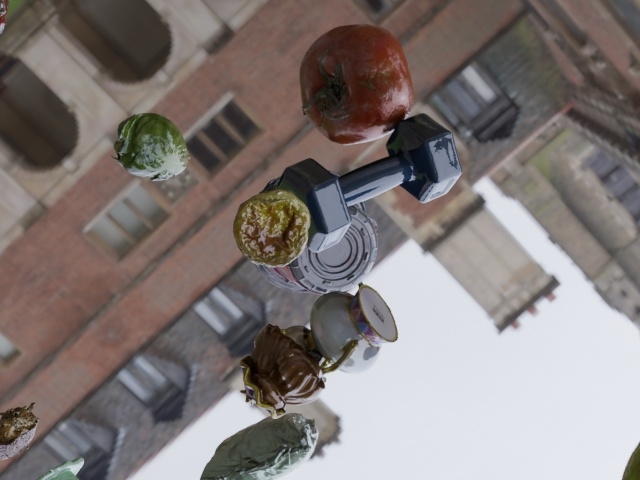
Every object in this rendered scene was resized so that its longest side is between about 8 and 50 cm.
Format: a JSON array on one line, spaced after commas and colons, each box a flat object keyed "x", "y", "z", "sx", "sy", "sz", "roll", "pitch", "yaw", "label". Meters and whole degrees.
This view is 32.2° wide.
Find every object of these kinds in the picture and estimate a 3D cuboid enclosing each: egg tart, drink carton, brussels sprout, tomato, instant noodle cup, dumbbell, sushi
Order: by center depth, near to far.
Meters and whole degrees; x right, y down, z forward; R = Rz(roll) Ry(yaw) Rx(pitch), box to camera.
[{"x": -0.448, "y": 0.275, "z": 1.614, "sx": 0.118, "sy": 0.062, "sz": 0.060, "roll": -84, "pitch": -169, "yaw": -64, "label": "sushi"}, {"x": -0.076, "y": -0.020, "z": 1.761, "sx": 0.130, "sy": 0.130, "sz": 0.052, "roll": -43, "pitch": -163, "yaw": 3, "label": "egg tart"}, {"x": 0.086, "y": -0.103, "z": 1.906, "sx": 0.316, "sy": 0.143, "sz": 0.156, "roll": -24, "pitch": -137, "yaw": -25, "label": "dumbbell"}, {"x": 0.051, "y": -0.279, "z": 2.001, "sx": 0.237, "sy": 0.236, "sz": 0.095, "roll": -32, "pitch": 166, "yaw": 37, "label": "tomato"}, {"x": -0.468, "y": 0.510, "z": 2.045, "sx": 0.146, "sy": 0.142, "sz": 0.144, "roll": -53, "pitch": 162, "yaw": 24, "label": "drink carton"}, {"x": 0.000, "y": 0.000, "z": 2.156, "sx": 0.303, "sy": 0.258, "sz": 0.181, "roll": -4, "pitch": -165, "yaw": -18, "label": "instant noodle cup"}, {"x": -0.353, "y": -0.194, "z": 2.330, "sx": 0.139, "sy": 0.181, "sz": 0.100, "roll": -57, "pitch": -153, "yaw": 10, "label": "brussels sprout"}]

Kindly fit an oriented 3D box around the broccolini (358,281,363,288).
[{"x": 0.081, "y": 0.064, "z": 2.469, "sx": 0.030, "sy": 0.139, "sz": 0.035, "roll": -19, "pitch": 180, "yaw": 33, "label": "broccolini"}]

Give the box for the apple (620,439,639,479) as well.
[{"x": 0.633, "y": 0.410, "z": 1.721, "sx": 0.340, "sy": 0.339, "sz": 0.339, "roll": -40, "pitch": -164, "yaw": 14, "label": "apple"}]

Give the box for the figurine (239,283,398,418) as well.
[{"x": -0.014, "y": 0.175, "z": 1.729, "sx": 0.263, "sy": 0.142, "sz": 0.189, "roll": -32, "pitch": -169, "yaw": 21, "label": "figurine"}]

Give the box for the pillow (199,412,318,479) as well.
[{"x": -0.146, "y": 0.507, "z": 2.652, "sx": 0.284, "sy": 0.138, "sz": 0.310, "roll": -23, "pitch": 179, "yaw": 4, "label": "pillow"}]

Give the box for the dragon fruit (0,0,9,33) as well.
[{"x": -0.648, "y": -0.428, "z": 1.955, "sx": 0.182, "sy": 0.189, "sz": 0.182, "roll": -169, "pitch": -90, "yaw": -73, "label": "dragon fruit"}]
